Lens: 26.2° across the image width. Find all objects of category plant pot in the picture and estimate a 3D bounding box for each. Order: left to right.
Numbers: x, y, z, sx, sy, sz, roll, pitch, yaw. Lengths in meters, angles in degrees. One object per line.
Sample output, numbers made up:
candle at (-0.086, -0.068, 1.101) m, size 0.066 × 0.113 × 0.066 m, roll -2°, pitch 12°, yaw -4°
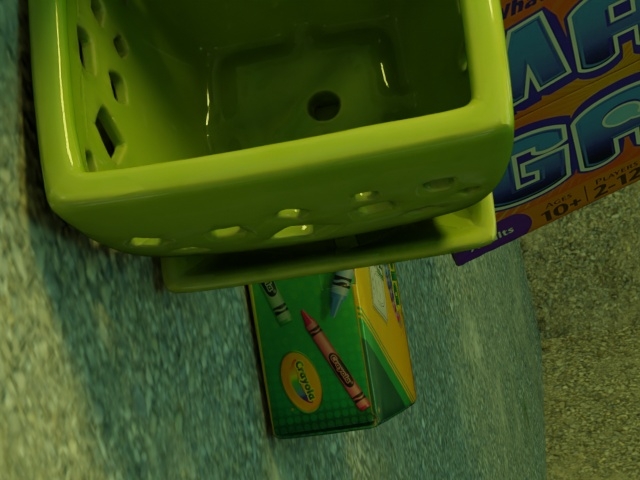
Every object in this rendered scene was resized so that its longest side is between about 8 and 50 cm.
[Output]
plant pot at (-0.016, -0.098, 0.753) m, size 0.207 × 0.228 × 0.227 m, roll 64°, pitch 18°, yaw -67°

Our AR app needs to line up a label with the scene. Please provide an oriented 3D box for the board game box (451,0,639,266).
board game box at (0.173, -0.268, 1.161) m, size 0.356 × 0.356 × 0.356 m, roll 60°, pitch 5°, yaw -57°

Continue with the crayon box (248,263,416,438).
crayon box at (0.000, 0.000, 1.035) m, size 0.165 × 0.081 × 0.278 m, roll 5°, pitch 75°, yaw -77°
